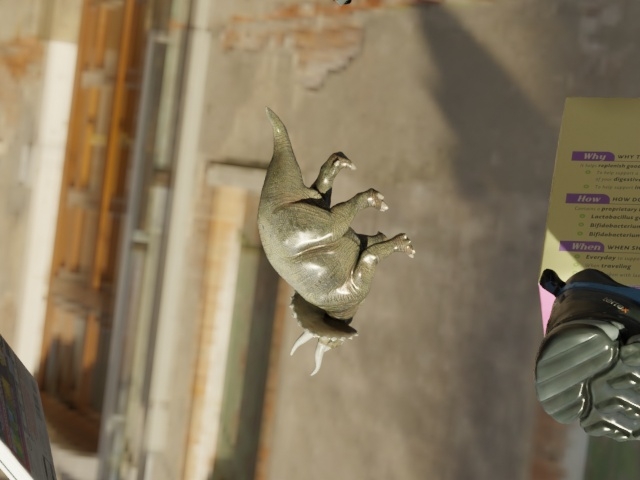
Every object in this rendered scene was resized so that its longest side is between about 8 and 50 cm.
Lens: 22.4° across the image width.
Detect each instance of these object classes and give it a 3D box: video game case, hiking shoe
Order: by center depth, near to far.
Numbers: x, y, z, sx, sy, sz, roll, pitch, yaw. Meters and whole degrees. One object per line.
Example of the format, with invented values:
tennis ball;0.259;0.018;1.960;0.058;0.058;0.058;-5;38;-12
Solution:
hiking shoe;0.301;0.105;1.168;0.304;0.113;0.132;26;-146;-6
video game case;-0.331;0.172;1.698;0.023;0.183;0.201;-24;-134;2

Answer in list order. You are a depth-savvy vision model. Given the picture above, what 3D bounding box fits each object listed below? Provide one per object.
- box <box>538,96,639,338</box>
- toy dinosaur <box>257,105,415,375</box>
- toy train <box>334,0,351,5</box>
box;0.317;-0.007;1.453;0.213;0.243;0.117;1;137;15
toy dinosaur;0.000;0.000;1.846;0.160;0.313;0.121;-34;-154;-15
toy train;0.067;-0.350;1.955;0.036;0.158;0.027;45;-175;33
